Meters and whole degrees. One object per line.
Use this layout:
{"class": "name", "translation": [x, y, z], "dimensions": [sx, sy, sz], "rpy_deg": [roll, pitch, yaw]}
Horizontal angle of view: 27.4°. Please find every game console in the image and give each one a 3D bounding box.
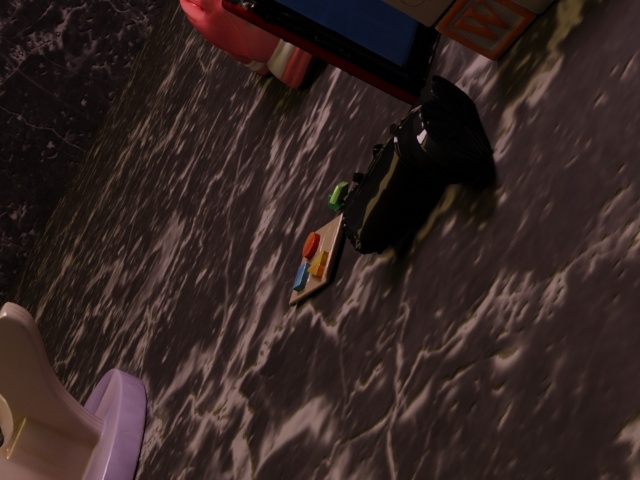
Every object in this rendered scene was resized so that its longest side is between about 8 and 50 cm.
{"class": "game console", "translation": [0.020, -0.150, 0.824], "dimensions": [0.085, 0.144, 0.124], "rpy_deg": [-64, 16, 6]}

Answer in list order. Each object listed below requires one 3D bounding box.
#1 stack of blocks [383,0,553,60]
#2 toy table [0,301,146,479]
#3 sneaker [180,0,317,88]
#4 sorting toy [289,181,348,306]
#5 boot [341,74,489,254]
{"class": "stack of blocks", "translation": [0.146, -0.259, 0.698], "dimensions": [0.297, 0.087, 0.171], "rpy_deg": [-48, 22, 44]}
{"class": "toy table", "translation": [-0.265, 0.190, 1.184], "dimensions": [0.252, 0.161, 0.274], "rpy_deg": [-61, 15, 10]}
{"class": "sneaker", "translation": [-0.073, -0.235, 1.268], "dimensions": [0.116, 0.136, 0.314], "rpy_deg": [-62, 16, 4]}
{"class": "sorting toy", "translation": [0.000, 0.000, 0.899], "dimensions": [0.062, 0.012, 0.083], "rpy_deg": [-40, 29, 56]}
{"class": "boot", "translation": [0.048, -0.034, 0.740], "dimensions": [0.099, 0.045, 0.121], "rpy_deg": [-55, 11, 22]}
